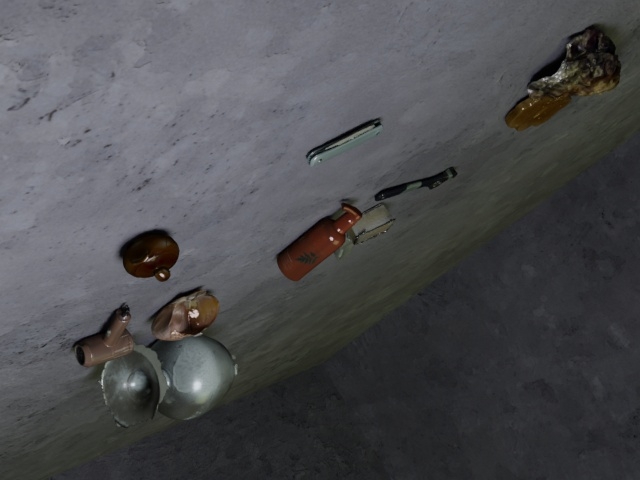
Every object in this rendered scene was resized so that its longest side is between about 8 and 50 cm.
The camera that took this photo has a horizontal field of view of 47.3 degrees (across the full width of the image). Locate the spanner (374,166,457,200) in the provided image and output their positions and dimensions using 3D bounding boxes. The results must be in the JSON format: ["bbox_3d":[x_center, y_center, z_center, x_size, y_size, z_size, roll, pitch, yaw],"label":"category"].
[{"bbox_3d":[0.247,-0.139,1.919,0.316,0.024,0.087,-19,166,-42],"label":"spanner"}]

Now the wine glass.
[{"bbox_3d":[-0.371,0.344,1.846,0.238,0.238,0.323,-38,165,22],"label":"wine glass"}]

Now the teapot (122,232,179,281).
[{"bbox_3d":[-0.293,0.036,1.279,0.098,0.078,0.129,-32,165,0],"label":"teapot"}]

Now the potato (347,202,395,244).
[{"bbox_3d":[0.128,-0.041,1.919,0.122,0.061,0.086,-26,165,-15],"label":"potato"}]

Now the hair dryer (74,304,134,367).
[{"bbox_3d":[-0.443,0.195,1.552,0.117,0.064,0.181,-15,150,-44],"label":"hair dryer"}]

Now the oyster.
[{"bbox_3d":[0.603,-0.385,1.692,0.271,0.100,0.275,-14,167,-9],"label":"oyster"}]

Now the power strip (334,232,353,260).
[{"bbox_3d":[0.069,0.014,2.032,0.048,0.030,0.191,-27,165,-14],"label":"power strip"}]

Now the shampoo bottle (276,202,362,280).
[{"bbox_3d":[0.001,0.001,1.762,0.244,0.085,0.085,-41,163,25],"label":"shampoo bottle"}]

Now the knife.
[{"bbox_3d":[0.048,-0.183,1.362,0.162,0.023,0.044,-27,166,-17],"label":"knife"}]

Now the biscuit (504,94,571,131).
[{"bbox_3d":[0.546,-0.335,1.858,0.226,0.036,0.166,-13,161,-44],"label":"biscuit"}]

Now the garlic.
[{"bbox_3d":[-0.304,0.178,1.699,0.124,0.099,0.175,-25,174,42],"label":"garlic"}]
